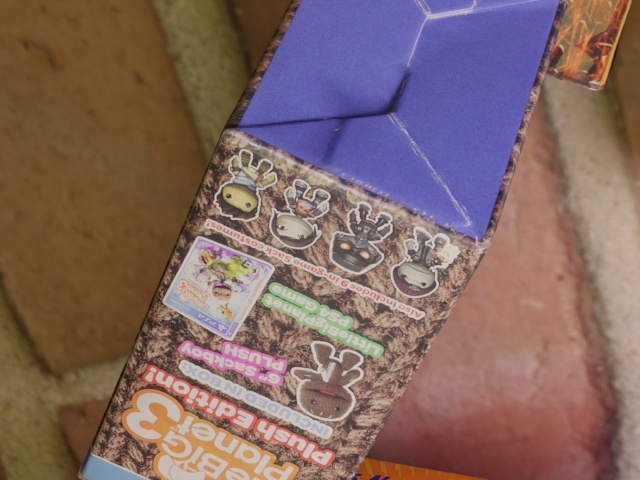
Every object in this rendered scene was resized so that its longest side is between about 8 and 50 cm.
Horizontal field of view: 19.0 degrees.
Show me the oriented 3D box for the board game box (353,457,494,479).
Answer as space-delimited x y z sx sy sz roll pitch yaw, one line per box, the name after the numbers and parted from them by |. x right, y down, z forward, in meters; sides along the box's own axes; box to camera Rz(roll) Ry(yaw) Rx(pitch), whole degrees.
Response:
0.049 0.377 1.108 0.357 0.356 0.356 6 117 28 | board game box

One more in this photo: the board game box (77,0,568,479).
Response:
0.000 0.000 1.083 0.141 0.232 0.291 25 133 -2 | board game box

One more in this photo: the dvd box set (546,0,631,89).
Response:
0.077 -0.320 1.054 0.308 0.062 0.420 18 117 4 | dvd box set
